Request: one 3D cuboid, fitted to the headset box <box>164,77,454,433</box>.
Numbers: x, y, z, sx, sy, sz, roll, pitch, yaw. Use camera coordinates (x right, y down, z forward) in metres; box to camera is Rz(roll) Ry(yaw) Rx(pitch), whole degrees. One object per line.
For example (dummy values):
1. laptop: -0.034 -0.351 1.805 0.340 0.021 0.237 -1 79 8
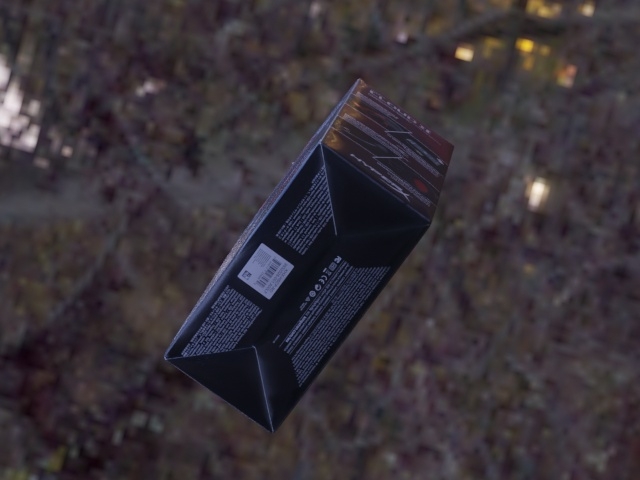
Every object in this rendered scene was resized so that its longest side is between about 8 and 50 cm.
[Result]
1. headset box: 0.000 0.000 1.625 0.218 0.110 0.293 -54 3 16
